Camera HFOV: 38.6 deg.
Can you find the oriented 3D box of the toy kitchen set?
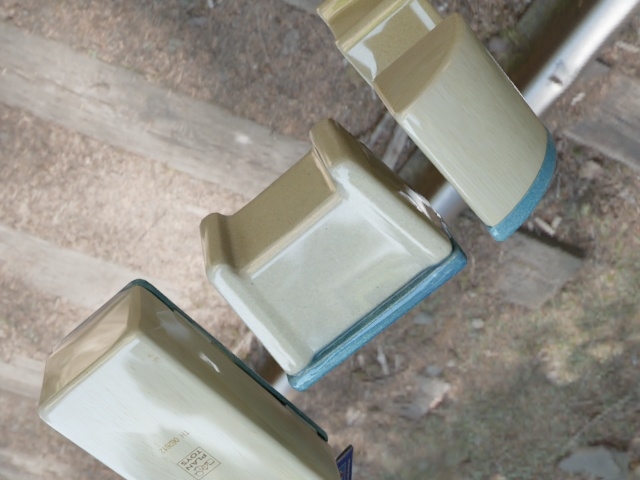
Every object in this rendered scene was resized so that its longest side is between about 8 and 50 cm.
[{"bbox_3d":[0.000,0.000,0.407,0.207,0.166,0.122,-39,117,11],"label":"toy kitchen set"}]

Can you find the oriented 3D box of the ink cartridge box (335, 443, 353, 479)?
[{"bbox_3d":[-0.017,0.277,0.535,0.065,0.311,0.185,7,111,19],"label":"ink cartridge box"}]
